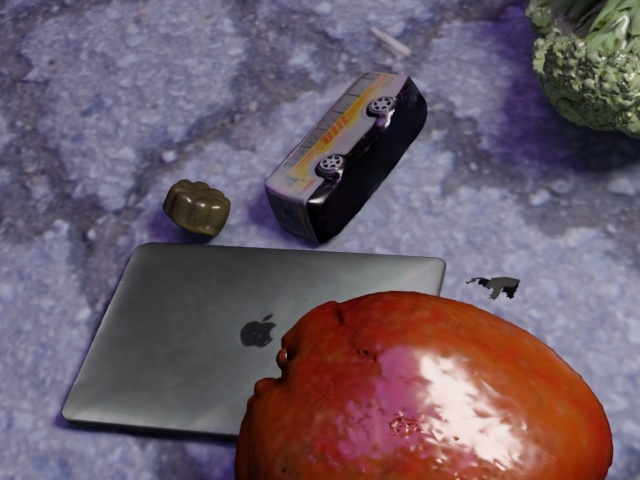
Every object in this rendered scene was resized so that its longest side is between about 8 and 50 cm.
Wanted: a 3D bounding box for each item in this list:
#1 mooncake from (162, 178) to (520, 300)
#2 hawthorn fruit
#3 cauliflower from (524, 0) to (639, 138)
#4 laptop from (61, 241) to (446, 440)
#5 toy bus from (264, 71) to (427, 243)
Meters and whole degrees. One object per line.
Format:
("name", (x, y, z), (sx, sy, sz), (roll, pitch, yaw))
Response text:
("mooncake", (0.000, 0.013, 0.981), (0.347, 0.057, 0.150), (12, 19, 26))
("hawthorn fruit", (0.087, 0.147, 0.775), (0.299, 0.211, 0.211), (23, 56, 19))
("cauliflower", (0.287, -0.227, 1.037), (0.272, 0.250, 0.275), (-17, 50, 1))
("laptop", (-0.048, 0.076, 0.997), (0.269, 0.015, 0.187), (3, 48, 17))
("toy bus", (0.022, -0.074, 1.094), (0.072, 0.057, 0.172), (16, 52, 34))
